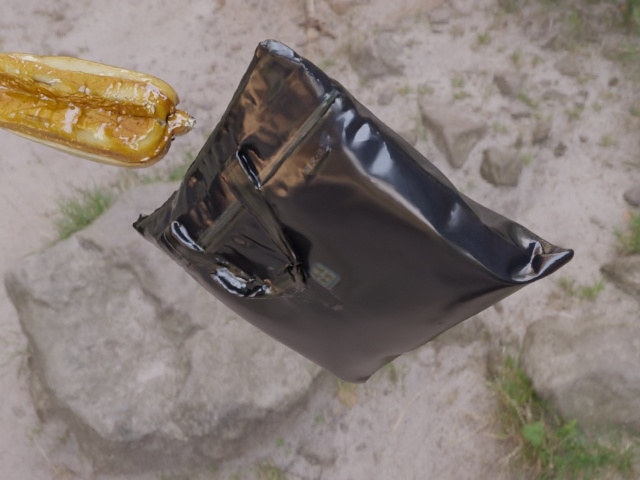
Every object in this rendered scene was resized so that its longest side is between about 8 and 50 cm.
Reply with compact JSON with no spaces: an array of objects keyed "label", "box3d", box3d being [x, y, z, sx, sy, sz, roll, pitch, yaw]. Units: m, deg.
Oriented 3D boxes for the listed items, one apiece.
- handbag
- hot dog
[{"label":"handbag","box3d":[0.000,0.000,0.582,0.211,0.254,0.089,34,56,-9]},{"label":"hot dog","box3d":[-0.243,-0.136,0.960,0.249,0.076,0.102,13,90,15]}]
